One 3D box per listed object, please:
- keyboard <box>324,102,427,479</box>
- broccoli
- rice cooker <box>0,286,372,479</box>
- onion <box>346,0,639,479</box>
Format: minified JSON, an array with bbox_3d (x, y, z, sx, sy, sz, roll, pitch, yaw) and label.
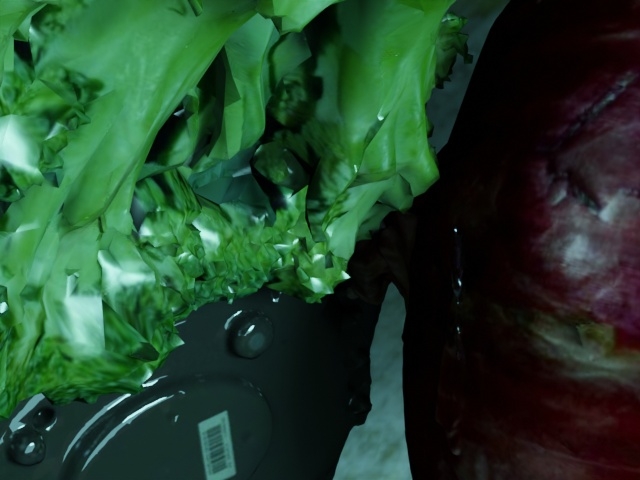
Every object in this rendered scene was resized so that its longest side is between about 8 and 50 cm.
[{"bbox_3d":[0.000,0.000,0.774,0.087,0.017,0.250,-1,111,-39],"label":"keyboard"},{"bbox_3d":[-0.035,-0.092,0.530,0.294,0.245,0.265,-40,113,-26],"label":"broccoli"},{"bbox_3d":[-0.075,0.051,0.661,0.203,0.118,0.142,-23,124,-28],"label":"rice cooker"},{"bbox_3d":[0.122,0.011,0.674,0.314,0.232,0.314,16,90,-75],"label":"onion"}]
